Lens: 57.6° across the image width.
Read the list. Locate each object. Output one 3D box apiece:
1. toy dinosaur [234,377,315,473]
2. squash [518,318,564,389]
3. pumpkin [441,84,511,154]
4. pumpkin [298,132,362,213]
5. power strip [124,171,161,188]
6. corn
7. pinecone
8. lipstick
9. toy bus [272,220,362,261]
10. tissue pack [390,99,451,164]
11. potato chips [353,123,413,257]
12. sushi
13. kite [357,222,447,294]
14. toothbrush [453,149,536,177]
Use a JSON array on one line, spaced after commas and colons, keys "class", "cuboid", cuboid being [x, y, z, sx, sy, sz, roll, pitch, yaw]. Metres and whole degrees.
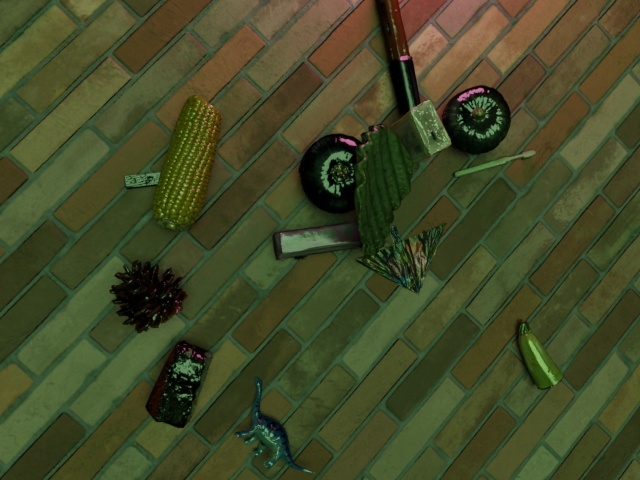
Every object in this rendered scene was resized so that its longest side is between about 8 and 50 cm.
[{"class": "toy dinosaur", "cuboid": [-0.158, 0.577, 1.698, 0.144, 0.076, 0.329, -30, 84, -17]}, {"class": "squash", "cuboid": [0.689, 0.356, 1.865, 0.094, 0.094, 0.224, -26, 88, -10]}, {"class": "pumpkin", "cuboid": [0.481, -0.373, 1.795, 0.211, 0.152, 0.212, 1, 84, -9]}, {"class": "pumpkin", "cuboid": [0.051, -0.194, 1.703, 0.232, 0.163, 0.233, 0, 92, -8]}, {"class": "power strip", "cuboid": [-0.501, -0.172, 1.662, 0.111, 0.029, 0.038, -9, 91, -11]}, {"class": "corn", "cuboid": [-0.368, -0.213, 1.634, 0.143, 0.144, 0.388, 17, 87, -10]}, {"class": "pinecone", "cuboid": [-0.470, 0.144, 1.574, 0.207, 0.208, 0.208, 0, 89, -11]}, {"class": "lipstick", "cuboid": [0.235, -0.596, 1.790, 0.077, 0.077, 0.419, -13, 90, -11]}, {"class": "toy bus", "cuboid": [0.000, -0.001, 1.721, 0.273, 0.112, 0.090, -9, 84, -11]}, {"class": "tissue pack", "cuboid": [0.294, -0.315, 1.735, 0.092, 0.196, 0.148, -27, 93, -12]}, {"class": "potato chips", "cuboid": [0.168, -0.145, 1.628, 0.070, 0.429, 0.359, 11, 62, 23]}, {"class": "sushi", "cuboid": [-0.388, 0.402, 1.624, 0.126, 0.136, 0.225, 25, 89, -1]}, {"class": "kite", "cuboid": [0.275, 0.061, 1.817, 0.321, 0.016, 0.234, -22, 93, -10]}, {"class": "toothbrush", "cuboid": [0.561, -0.248, 1.871, 0.294, 0.028, 0.026, -15, 71, -11]}]
